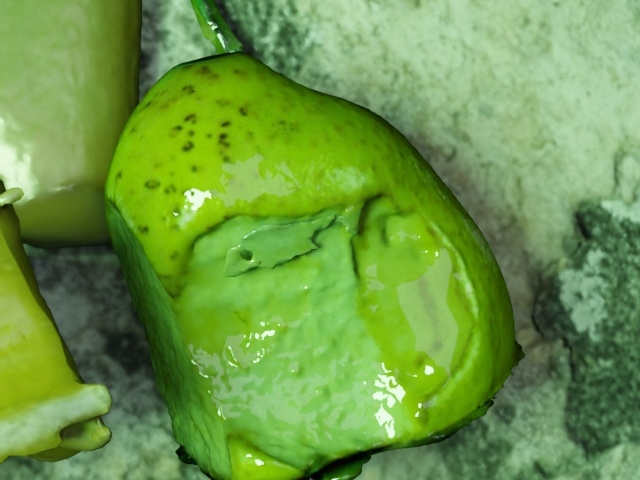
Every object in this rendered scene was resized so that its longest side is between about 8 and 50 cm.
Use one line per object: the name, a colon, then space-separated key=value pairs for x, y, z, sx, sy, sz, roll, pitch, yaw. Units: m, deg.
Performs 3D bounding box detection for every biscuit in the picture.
biscuit: x=-0.230 y=-0.142 z=0.825 sx=0.237 sy=0.062 sz=0.290 roll=5 pitch=80 yaw=-16

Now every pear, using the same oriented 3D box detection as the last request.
pear: x=0.000 y=0.000 z=0.794 sx=0.238 sy=0.164 sz=0.255 roll=-20 pitch=104 yaw=-17

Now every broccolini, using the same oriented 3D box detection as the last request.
broccolini: x=-0.058 y=-0.131 z=0.880 sx=0.071 sy=0.058 sz=0.254 roll=-22 pitch=93 yaw=-62

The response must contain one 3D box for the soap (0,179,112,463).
soap: x=-0.295 y=0.102 z=0.653 sx=0.335 sy=0.293 sz=0.156 roll=-22 pitch=91 yaw=-16
